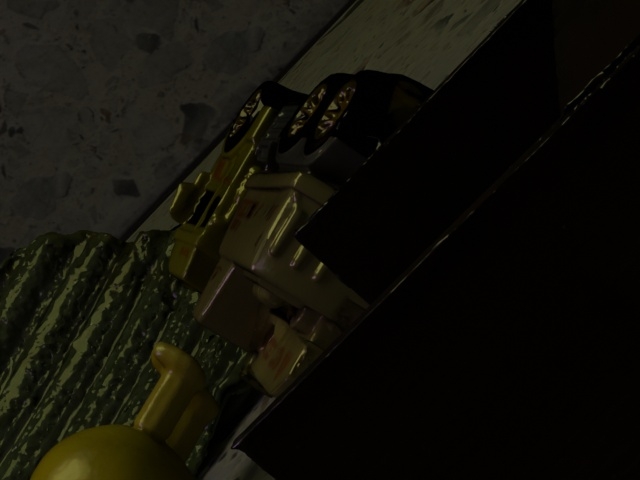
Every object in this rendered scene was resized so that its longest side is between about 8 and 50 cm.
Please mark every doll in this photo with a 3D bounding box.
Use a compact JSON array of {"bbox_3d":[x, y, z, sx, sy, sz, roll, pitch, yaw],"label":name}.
[{"bbox_3d":[-0.175,0.257,1.218,0.363,0.145,0.199,-61,-24,-22],"label":"doll"}]

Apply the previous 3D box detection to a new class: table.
[{"bbox_3d":[0.134,0.008,0.749,0.282,0.196,0.250,-45,12,20],"label":"table"}]

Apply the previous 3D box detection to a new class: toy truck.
[{"bbox_3d":[0.000,0.000,1.309,0.254,0.180,0.405,-55,15,-5],"label":"toy truck"}]

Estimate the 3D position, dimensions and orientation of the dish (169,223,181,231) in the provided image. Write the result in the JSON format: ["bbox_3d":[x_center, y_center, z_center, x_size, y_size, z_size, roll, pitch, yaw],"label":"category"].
[{"bbox_3d":[-0.115,0.043,1.685,0.273,0.134,0.273,-46,11,11],"label":"dish"}]

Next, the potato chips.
[{"bbox_3d":[-0.226,0.154,1.530,0.358,0.070,0.429,6,59,37],"label":"potato chips"}]
